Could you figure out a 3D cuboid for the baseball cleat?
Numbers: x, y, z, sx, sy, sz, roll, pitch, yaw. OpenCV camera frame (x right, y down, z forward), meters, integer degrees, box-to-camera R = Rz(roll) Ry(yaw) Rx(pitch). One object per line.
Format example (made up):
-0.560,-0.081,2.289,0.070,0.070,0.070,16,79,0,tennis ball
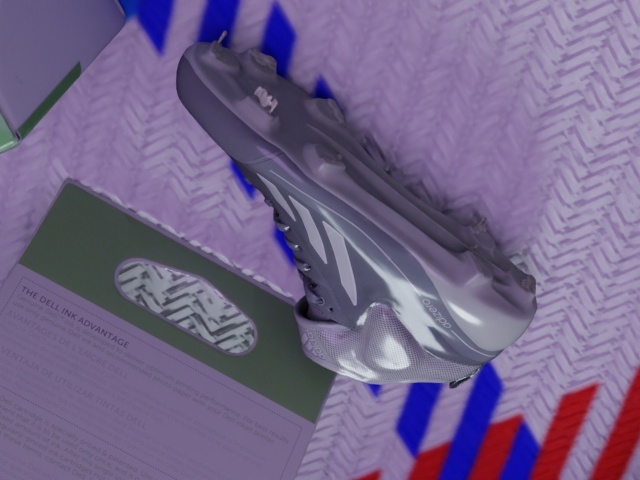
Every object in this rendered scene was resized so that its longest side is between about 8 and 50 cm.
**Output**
0.000,0.000,0.706,0.206,0.072,0.109,38,119,-8,baseball cleat

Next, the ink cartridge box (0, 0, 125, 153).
-0.214,-0.067,0.654,0.219,0.160,0.092,-21,110,17,ink cartridge box

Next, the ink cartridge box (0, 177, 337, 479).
-0.101,0.104,0.703,0.171,0.235,0.056,29,140,-7,ink cartridge box
